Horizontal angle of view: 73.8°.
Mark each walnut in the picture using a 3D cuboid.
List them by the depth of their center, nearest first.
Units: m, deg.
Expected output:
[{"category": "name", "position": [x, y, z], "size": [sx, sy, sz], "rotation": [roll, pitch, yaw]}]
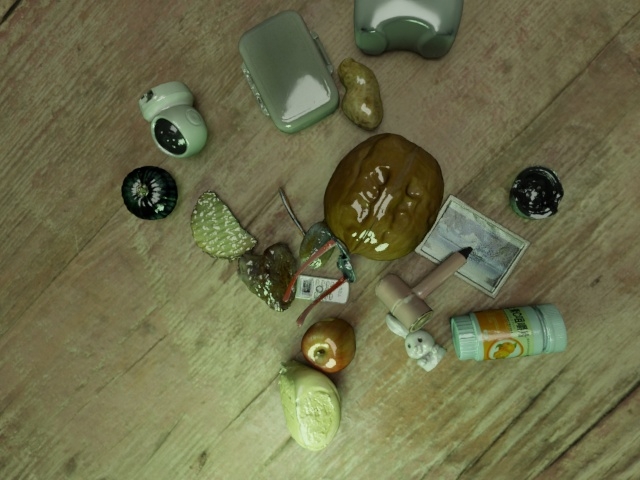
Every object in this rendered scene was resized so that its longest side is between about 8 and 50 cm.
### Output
[{"category": "walnut", "position": [0.195, -0.130, 1.335], "size": [0.354, 0.308, 0.397], "rotation": [26, 86, 10]}]

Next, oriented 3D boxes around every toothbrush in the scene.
[{"category": "toothbrush", "position": [-0.076, -0.047, 1.517], "size": [0.031, 0.023, 0.321], "rotation": [-24, 88, 4]}]

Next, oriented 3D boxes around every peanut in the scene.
[{"category": "peanut", "position": [0.133, -0.492, 1.435], "size": [0.137, 0.122, 0.253], "rotation": [-10, 88, 1]}]

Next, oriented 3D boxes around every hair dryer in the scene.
[{"category": "hair dryer", "position": [0.363, 0.126, 1.418], "size": [0.344, 0.106, 0.189], "rotation": [-39, 58, -4]}]

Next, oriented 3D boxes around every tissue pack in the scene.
[{"category": "tissue pack", "position": [0.275, -0.734, 1.359], "size": [0.333, 0.229, 0.235], "rotation": [6, 92, 6]}]

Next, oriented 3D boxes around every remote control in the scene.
[{"category": "remote control", "position": [0.008, 0.173, 1.506], "size": [0.190, 0.029, 0.087], "rotation": [8, 92, 6]}]

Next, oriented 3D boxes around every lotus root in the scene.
[{"category": "lotus root", "position": [0.000, 0.000, 1.470], "size": [0.113, 0.088, 0.192], "rotation": [27, 78, -3]}]

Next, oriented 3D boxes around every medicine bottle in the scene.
[{"category": "medicine bottle", "position": [0.592, 0.298, 1.372], "size": [0.318, 0.158, 0.158], "rotation": [-9, 90, 7]}, {"category": "medicine bottle", "position": [-0.106, -0.572, 1.462], "size": [0.282, 0.123, 0.375], "rotation": [-26, 87, 8]}]

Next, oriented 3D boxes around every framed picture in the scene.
[{"category": "framed picture", "position": [0.512, 0.020, 1.445], "size": [0.315, 0.024, 0.232], "rotation": [31, 96, 7]}]

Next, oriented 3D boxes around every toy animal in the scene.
[{"category": "toy animal", "position": [0.313, 0.324, 1.426], "size": [0.221, 0.131, 0.104], "rotation": [47, 110, 7]}]

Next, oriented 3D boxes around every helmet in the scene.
[{"category": "helmet", "position": [0.688, -0.143, 1.384], "size": [0.153, 0.107, 0.176], "rotation": [21, 74, 9]}]

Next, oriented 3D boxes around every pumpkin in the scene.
[{"category": "pumpkin", "position": [-0.609, -0.170, 1.522], "size": [0.202, 0.140, 0.201], "rotation": [0, 91, 4]}]

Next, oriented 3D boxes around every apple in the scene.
[{"category": "apple", "position": [0.036, 0.344, 1.436], "size": [0.199, 0.199, 0.199], "rotation": [0, 91, 7]}]

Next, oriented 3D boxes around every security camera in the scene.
[{"category": "security camera", "position": [-0.496, -0.404, 1.486], "size": [0.195, 0.194, 0.236], "rotation": [-26, 93, 7]}]

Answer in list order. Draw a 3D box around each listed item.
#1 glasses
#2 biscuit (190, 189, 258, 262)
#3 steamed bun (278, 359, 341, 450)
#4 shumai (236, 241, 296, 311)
[{"category": "glasses", "position": [-0.016, 0.120, 1.372], "size": [0.268, 0.234, 0.118], "rotation": [-36, 55, -14]}, {"category": "biscuit", "position": [-0.373, -0.034, 1.546], "size": [0.187, 0.036, 0.273], "rotation": [-39, 87, 6]}, {"category": "steamed bun", "position": [-0.035, 0.533, 1.428], "size": [0.166, 0.232, 0.272], "rotation": [-10, 89, -20]}, {"category": "shumai", "position": [-0.184, 0.125, 1.484], "size": [0.185, 0.184, 0.218], "rotation": [-8, 104, 42]}]
